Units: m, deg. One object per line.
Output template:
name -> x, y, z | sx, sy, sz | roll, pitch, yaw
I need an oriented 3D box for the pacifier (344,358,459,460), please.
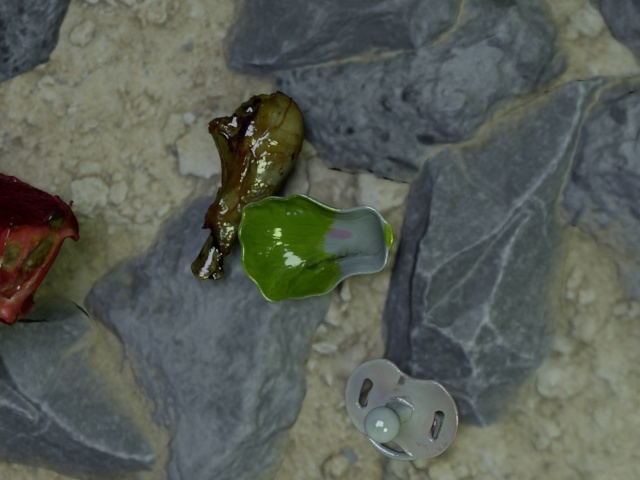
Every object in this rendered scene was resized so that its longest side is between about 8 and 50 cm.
pacifier -> 0.057, 0.143, 0.880 | 0.099, 0.078, 0.082 | 21, 107, 19

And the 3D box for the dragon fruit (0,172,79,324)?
dragon fruit -> -0.329, 0.033, 1.005 | 0.262, 0.134, 0.212 | 27, 100, 36

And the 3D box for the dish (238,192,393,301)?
dish -> 0.000, 0.000, 0.940 | 0.137, 0.039, 0.091 | -7, 101, 19

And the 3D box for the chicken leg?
chicken leg -> -0.075, -0.050, 0.970 | 0.093, 0.070, 0.178 | 23, 96, 24
